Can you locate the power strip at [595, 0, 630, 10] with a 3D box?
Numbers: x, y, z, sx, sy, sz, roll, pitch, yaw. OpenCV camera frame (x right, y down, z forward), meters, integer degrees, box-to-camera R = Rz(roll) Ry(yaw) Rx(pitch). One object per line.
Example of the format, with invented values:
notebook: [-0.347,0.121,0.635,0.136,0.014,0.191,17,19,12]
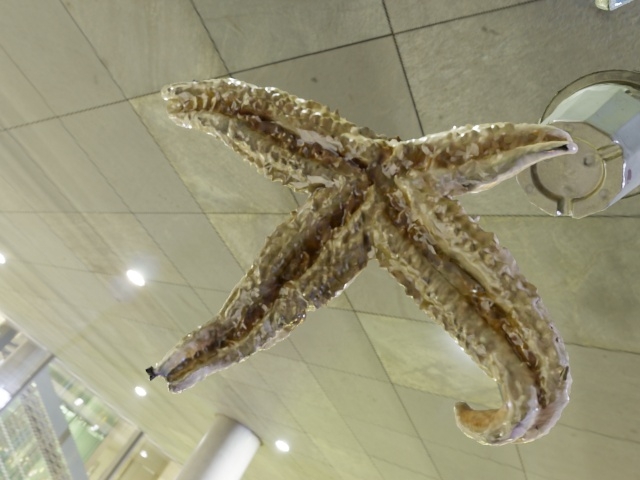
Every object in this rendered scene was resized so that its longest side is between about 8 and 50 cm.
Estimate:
power strip: [0.237,-0.201,0.338,0.016,0.090,0.040,58,173,47]

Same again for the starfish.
starfish: [0.000,0.000,0.437,0.432,0.324,0.082,10,172,17]

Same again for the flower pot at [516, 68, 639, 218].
flower pot: [0.529,-0.169,0.925,0.290,0.259,0.290,25,130,34]
